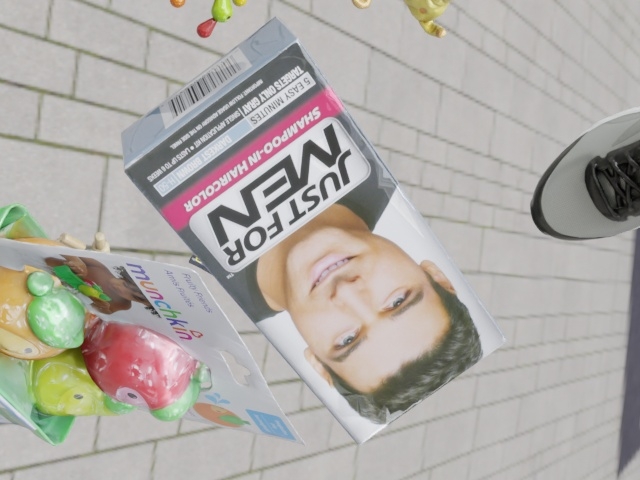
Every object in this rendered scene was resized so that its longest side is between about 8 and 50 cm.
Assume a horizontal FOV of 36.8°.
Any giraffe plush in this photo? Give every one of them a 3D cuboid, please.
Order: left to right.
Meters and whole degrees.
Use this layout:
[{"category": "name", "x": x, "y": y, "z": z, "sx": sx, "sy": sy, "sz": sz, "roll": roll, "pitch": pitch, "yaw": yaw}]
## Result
[{"category": "giraffe plush", "x": 0.133, "y": -0.431, "z": 1.512, "sx": 0.181, "sy": 0.170, "sz": 0.210, "roll": -98, "pitch": -155, "yaw": -46}]

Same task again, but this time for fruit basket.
[{"category": "fruit basket", "x": -0.218, "y": 0.104, "z": 0.905, "sx": 0.165, "sy": 0.353, "sz": 0.327, "roll": -64, "pitch": 152, "yaw": -28}]

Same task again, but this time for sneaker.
[{"category": "sneaker", "x": 0.283, "y": -0.069, "z": 0.780, "sx": 0.108, "sy": 0.271, "sz": 0.100, "roll": -23, "pitch": 88, "yaw": -51}]

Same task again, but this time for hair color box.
[{"category": "hair color box", "x": 0.000, "y": 0.000, "z": 0.917, "sx": 0.374, "sy": 0.185, "sz": 0.113, "roll": 52, "pitch": 4, "yaw": -27}]

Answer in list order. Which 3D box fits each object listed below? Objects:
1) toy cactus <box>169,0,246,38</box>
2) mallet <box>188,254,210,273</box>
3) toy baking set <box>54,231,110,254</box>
[{"category": "toy cactus", "x": -0.144, "y": -0.401, "z": 1.312, "sx": 0.112, "sy": 0.180, "sz": 0.219, "roll": 19, "pitch": 44, "yaw": -53}, {"category": "mallet", "x": -0.138, "y": 0.081, "z": 1.623, "sx": 0.039, "sy": 0.189, "sz": 0.062, "roll": -57, "pitch": -165, "yaw": 40}, {"category": "toy baking set", "x": -0.464, "y": 0.045, "z": 1.691, "sx": 0.256, "sy": 0.196, "sz": 0.030, "roll": 101, "pitch": -23, "yaw": -66}]
